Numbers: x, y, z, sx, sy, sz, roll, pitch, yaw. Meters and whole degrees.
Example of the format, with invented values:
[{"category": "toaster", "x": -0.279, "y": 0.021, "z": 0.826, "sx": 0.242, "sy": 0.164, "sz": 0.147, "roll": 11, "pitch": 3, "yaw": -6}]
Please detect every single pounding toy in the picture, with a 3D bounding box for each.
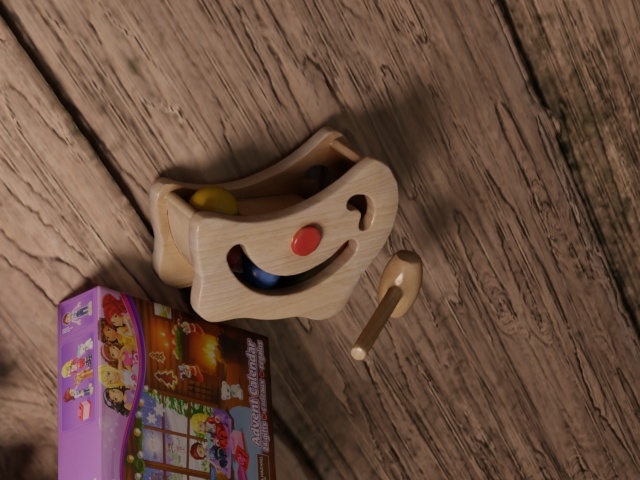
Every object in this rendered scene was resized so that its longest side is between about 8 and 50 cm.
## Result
[{"category": "pounding toy", "x": 0.000, "y": 0.000, "z": 1.425, "sx": 0.270, "sy": 0.155, "sz": 0.154, "roll": 0, "pitch": 116, "yaw": -40}]

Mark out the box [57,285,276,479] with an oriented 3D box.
[{"category": "box", "x": -0.121, "y": 0.201, "z": 1.375, "sx": 0.201, "sy": 0.057, "sz": 0.293, "roll": 20, "pitch": 58, "yaw": -44}]
